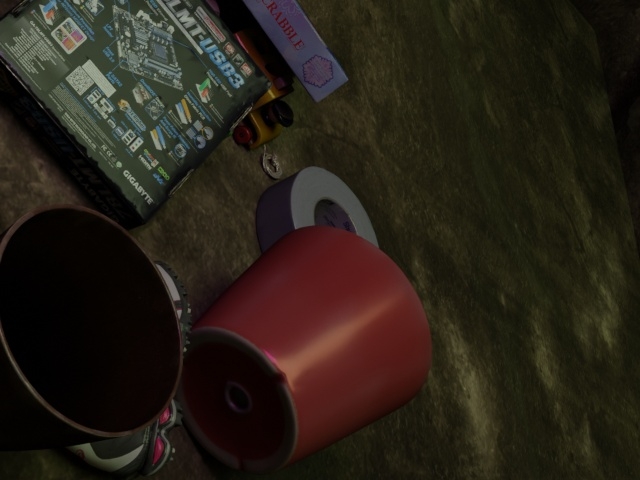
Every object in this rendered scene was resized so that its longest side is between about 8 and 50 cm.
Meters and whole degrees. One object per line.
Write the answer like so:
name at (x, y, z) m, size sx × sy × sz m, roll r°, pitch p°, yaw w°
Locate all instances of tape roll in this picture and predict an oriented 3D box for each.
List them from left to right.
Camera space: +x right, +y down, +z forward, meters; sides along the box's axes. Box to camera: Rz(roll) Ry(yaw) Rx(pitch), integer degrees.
tape roll at (0.000, 0.000, 1.663) m, size 0.219 × 0.072 × 0.219 m, roll 35°, pitch 41°, yaw -38°

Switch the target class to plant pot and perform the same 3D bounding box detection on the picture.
plant pot at (-0.285, 0.108, 1.013) m, size 0.215 × 0.230 × 0.215 m, roll 34°, pitch 43°, yaw -40°
plant pot at (-0.036, 0.146, 1.348) m, size 0.243 × 0.275 × 0.275 m, roll -31°, pitch 95°, yaw -49°

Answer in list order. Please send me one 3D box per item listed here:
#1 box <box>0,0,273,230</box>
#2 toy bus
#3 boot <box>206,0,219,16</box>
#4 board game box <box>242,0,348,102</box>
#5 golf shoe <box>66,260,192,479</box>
box at (-0.242, -0.215, 1.372) m, size 0.295 × 0.073 × 0.293 m, roll 50°, pitch 54°, yaw -20°
toy bus at (-0.092, -0.227, 1.656) m, size 0.202 × 0.104 × 0.191 m, roll 31°, pitch 45°, yaw -41°
boot at (-0.238, -0.376, 1.539) m, size 0.203 × 0.095 × 0.262 m, roll 5°, pitch 75°, yaw -54°
board game box at (-0.085, -0.386, 1.696) m, size 0.318 × 0.066 × 0.319 m, roll 53°, pitch 7°, yaw -18°
golf shoe at (-0.218, 0.129, 1.225) m, size 0.120 × 0.105 × 0.273 m, roll 27°, pitch 46°, yaw -35°
